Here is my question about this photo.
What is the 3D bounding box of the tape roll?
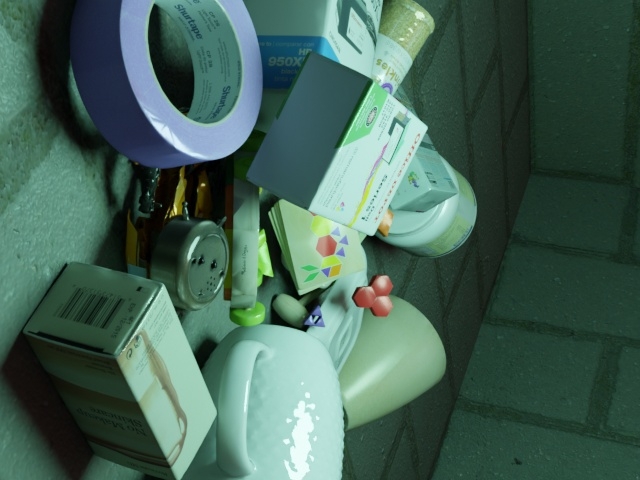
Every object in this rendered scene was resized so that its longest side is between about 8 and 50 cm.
[{"bbox_3d":[-0.192,-0.234,1.370,0.275,0.090,0.274,16,70,-54],"label":"tape roll"}]

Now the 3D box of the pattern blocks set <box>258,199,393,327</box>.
[{"bbox_3d":[0.000,-0.003,1.922,0.026,0.285,0.324,-163,-114,-70],"label":"pattern blocks set"}]

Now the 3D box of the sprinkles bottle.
[{"bbox_3d":[0.083,-0.297,2.024,0.355,0.121,0.121,-59,156,-8],"label":"sprinkles bottle"}]

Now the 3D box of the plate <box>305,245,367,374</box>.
[{"bbox_3d":[0.031,0.190,2.118,0.278,0.045,0.277,96,19,-46],"label":"plate"}]

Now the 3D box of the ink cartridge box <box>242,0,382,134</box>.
[{"bbox_3d":[-0.016,-0.358,1.742,0.285,0.166,0.394,52,44,-65],"label":"ink cartridge box"}]

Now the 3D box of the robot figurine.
[{"bbox_3d":[-0.216,-0.048,1.523,0.211,0.085,0.291,-24,122,-66],"label":"robot figurine"}]

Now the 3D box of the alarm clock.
[{"bbox_3d":[-0.182,0.051,1.464,0.129,0.064,0.192,28,79,-64],"label":"alarm clock"}]

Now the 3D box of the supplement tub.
[{"bbox_3d":[0.222,-0.091,2.455,0.325,0.235,0.235,23,78,-69],"label":"supplement tub"}]

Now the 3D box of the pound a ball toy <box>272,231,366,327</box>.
[{"bbox_3d":[0.000,0.000,2.106,0.319,0.136,0.208,-51,170,-54],"label":"pound a ball toy"}]

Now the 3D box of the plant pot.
[{"bbox_3d":[0.094,0.295,2.337,0.274,0.256,0.256,-37,135,-38],"label":"plant pot"}]

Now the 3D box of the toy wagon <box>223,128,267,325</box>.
[{"bbox_3d":[-0.121,-0.039,1.689,0.344,0.068,0.267,-101,-166,-63],"label":"toy wagon"}]

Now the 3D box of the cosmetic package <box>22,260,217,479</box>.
[{"bbox_3d":[-0.259,0.181,1.417,0.296,0.153,0.129,75,34,-46],"label":"cosmetic package"}]

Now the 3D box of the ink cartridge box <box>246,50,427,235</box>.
[{"bbox_3d":[0.033,-0.133,1.558,0.201,0.117,0.278,-63,158,3],"label":"ink cartridge box"}]

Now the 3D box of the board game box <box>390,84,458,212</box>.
[{"bbox_3d":[0.153,-0.212,2.188,0.303,0.097,0.224,64,18,10],"label":"board game box"}]

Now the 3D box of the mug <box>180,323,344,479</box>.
[{"bbox_3d":[-0.102,0.298,1.700,0.374,0.276,0.328,71,25,-63],"label":"mug"}]
